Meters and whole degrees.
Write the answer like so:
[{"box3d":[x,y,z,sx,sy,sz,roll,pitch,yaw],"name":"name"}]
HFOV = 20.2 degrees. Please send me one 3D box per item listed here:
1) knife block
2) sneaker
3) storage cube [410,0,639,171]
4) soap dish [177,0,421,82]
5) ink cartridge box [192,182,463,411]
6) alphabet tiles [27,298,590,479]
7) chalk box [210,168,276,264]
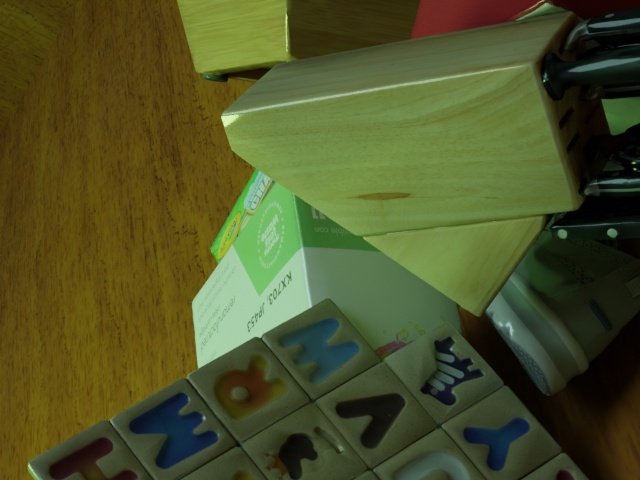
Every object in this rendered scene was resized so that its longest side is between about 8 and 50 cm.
[{"box3d":[0.109,-0.088,1.069,0.242,0.275,0.088,-60,-7,35],"name":"knife block"},{"box3d":[0.160,0.010,1.251,0.115,0.105,0.281,-32,26,5],"name":"sneaker"},{"box3d":[0.192,-0.176,1.212,0.215,0.183,0.193,-23,47,59],"name":"storage cube"},{"box3d":[0.019,-0.193,1.594,0.291,0.229,0.118,-175,92,-68],"name":"soap dish"},{"box3d":[0.012,0.152,1.226,0.207,0.119,0.353,127,142,-50],"name":"ink cartridge box"},{"box3d":[0.002,0.184,1.054,0.285,0.342,0.011,50,150,22],"name":"alphabet tiles"},{"box3d":[0.000,0.000,1.536,0.132,0.132,0.213,-60,23,14],"name":"chalk box"}]
